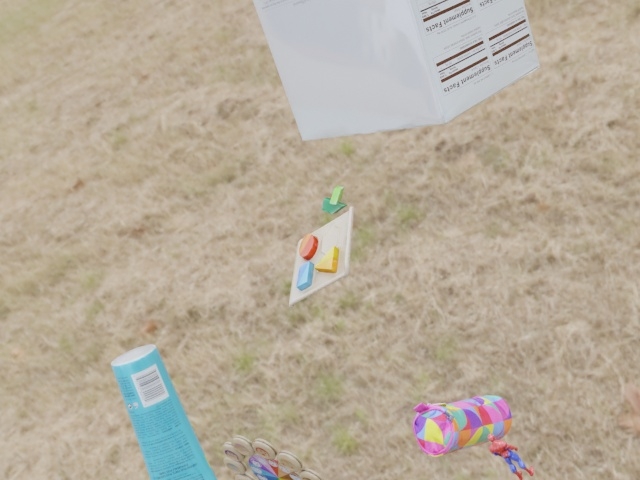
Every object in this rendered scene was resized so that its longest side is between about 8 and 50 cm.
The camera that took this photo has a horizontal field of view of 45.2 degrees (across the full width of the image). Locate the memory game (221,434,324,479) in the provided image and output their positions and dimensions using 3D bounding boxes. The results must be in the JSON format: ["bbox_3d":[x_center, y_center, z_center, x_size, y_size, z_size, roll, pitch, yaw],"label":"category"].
[{"bbox_3d":[-0.059,0.336,1.072,0.186,0.186,0.012,2,40,35],"label":"memory game"}]

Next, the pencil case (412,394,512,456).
[{"bbox_3d":[0.281,0.358,1.513,0.104,0.236,0.104,-6,81,42],"label":"pencil case"}]

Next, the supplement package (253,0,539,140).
[{"bbox_3d":[0.059,-0.217,0.701,0.149,0.203,0.194,-32,21,-34],"label":"supplement package"}]

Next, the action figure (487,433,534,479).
[{"bbox_3d":[0.321,0.367,1.318,0.038,0.115,0.030,-29,29,30],"label":"action figure"}]

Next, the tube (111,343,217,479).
[{"bbox_3d":[-0.175,0.222,0.868,0.080,0.207,0.052,-17,10,6],"label":"tube"}]

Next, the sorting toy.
[{"bbox_3d":[0.000,0.000,0.525,0.062,0.012,0.083,-35,35,38],"label":"sorting toy"}]
